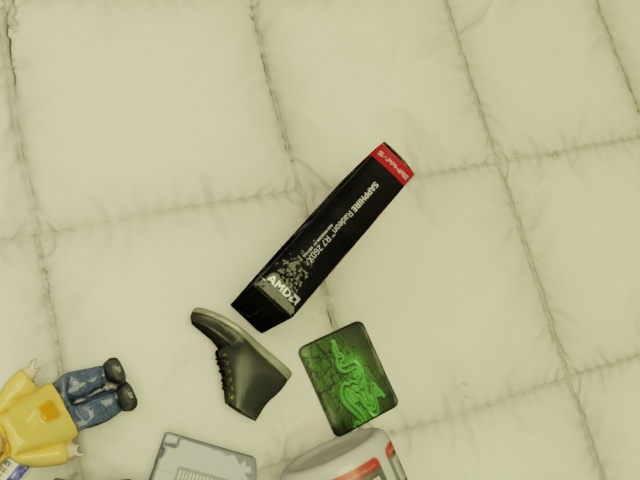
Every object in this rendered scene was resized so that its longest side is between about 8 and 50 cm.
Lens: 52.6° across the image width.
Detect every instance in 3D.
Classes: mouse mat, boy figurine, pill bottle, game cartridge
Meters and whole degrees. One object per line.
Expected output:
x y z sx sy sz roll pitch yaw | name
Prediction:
0.056 0.271 1.283 0.153 0.007 0.189 -22 84 -22 | mouse mat
-0.453 0.281 1.044 0.285 0.092 0.177 -19 82 -34 | boy figurine
0.089 0.531 1.113 0.210 0.210 0.363 -21 83 -22 | pill bottle
-0.221 0.499 1.104 0.196 0.060 0.294 20 70 -9 | game cartridge

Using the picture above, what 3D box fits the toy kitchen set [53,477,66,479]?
-0.505 0.443 1.010 0.207 0.122 0.166 28 67 -31 | toy kitchen set

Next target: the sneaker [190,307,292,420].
-0.168 0.224 1.178 0.222 0.083 0.118 39 68 -6 | sneaker

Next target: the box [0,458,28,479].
-0.533 0.333 1.058 0.136 0.028 0.081 39 67 -8 | box

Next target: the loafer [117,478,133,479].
-0.373 0.416 0.986 0.223 0.078 0.076 -3 84 -38 | loafer

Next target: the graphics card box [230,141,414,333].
0.000 0.000 1.214 0.094 0.233 0.371 44 66 -3 | graphics card box
